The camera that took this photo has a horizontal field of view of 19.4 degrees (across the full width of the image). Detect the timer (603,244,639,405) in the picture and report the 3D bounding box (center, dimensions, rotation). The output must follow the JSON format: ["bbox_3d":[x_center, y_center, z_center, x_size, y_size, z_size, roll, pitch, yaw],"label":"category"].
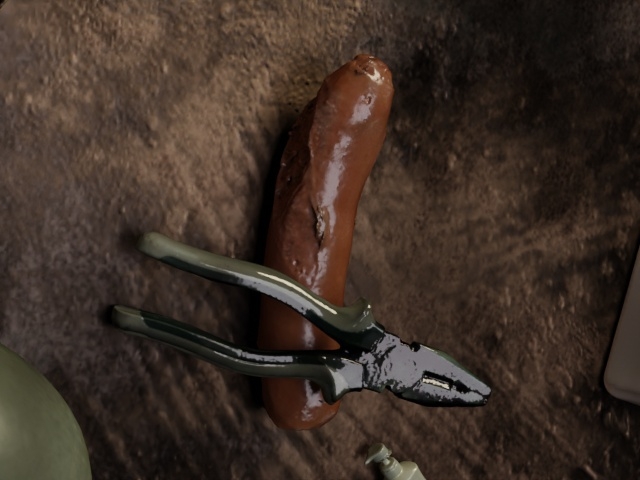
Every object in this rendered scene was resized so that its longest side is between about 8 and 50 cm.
[{"bbox_3d":[0.433,0.098,1.891,0.195,0.192,0.194,19,85,-39],"label":"timer"}]

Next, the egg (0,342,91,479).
[{"bbox_3d":[-0.320,0.176,1.259,0.352,0.258,0.258,3,95,-41],"label":"egg"}]

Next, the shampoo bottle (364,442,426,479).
[{"bbox_3d":[0.086,0.236,1.735,0.049,0.034,0.141,-46,122,-16],"label":"shampoo bottle"}]

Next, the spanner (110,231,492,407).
[{"bbox_3d":[-0.009,0.082,1.547,0.325,0.040,0.095,18,94,-12],"label":"spanner"}]

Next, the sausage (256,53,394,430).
[{"bbox_3d":[-0.002,0.000,1.597,0.087,0.079,0.326,10,96,5],"label":"sausage"}]

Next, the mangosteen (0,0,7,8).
[{"bbox_3d":[-0.271,-0.237,1.309,0.180,0.166,0.166,22,82,-63],"label":"mangosteen"}]
